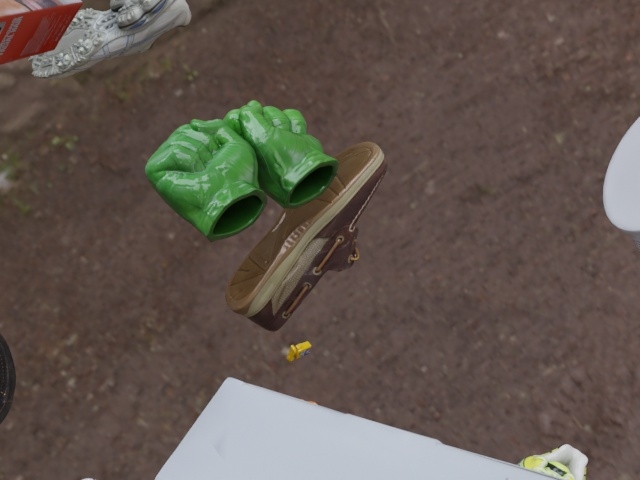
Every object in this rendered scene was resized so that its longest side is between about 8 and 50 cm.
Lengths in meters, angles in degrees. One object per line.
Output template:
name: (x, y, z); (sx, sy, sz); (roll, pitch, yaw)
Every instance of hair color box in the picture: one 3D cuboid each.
hair color box: (-0.258, -0.181, 0.942); (0.053, 0.093, 0.167); (-55, 0, 20)

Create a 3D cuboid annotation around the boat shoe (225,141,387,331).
boat shoe: (0.000, 0.000, 1.958); (0.342, 0.123, 0.123); (-51, 30, 1)

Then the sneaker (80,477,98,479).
sneaker: (-0.441, 0.526, 2.200); (0.094, 0.081, 0.208); (-100, 28, -71)

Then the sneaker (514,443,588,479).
sneaker: (0.291, 0.386, 1.817); (0.145, 0.384, 0.147); (32, 106, 16)

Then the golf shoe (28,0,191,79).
golf shoe: (-0.210, -0.202, 1.257); (0.176, 0.086, 0.069); (-24, 62, 20)

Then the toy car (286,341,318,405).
toy car: (-0.009, 0.180, 1.467); (0.040, 0.122, 0.060); (-19, 37, -38)

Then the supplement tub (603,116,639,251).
supplement tub: (0.339, -0.020, 0.985); (0.144, 0.199, 0.144); (-46, 28, 33)

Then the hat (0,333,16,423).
hat: (-0.520, 0.145, 1.406); (0.134, 0.331, 0.331); (-48, 35, 25)

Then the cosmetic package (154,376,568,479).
cosmetic package: (0.101, 0.260, 0.804); (0.284, 0.377, 0.097); (12, 56, 45)

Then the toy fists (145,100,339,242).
toy fists: (-0.100, -0.100, 1.559); (0.142, 0.096, 0.279); (40, 38, 19)
